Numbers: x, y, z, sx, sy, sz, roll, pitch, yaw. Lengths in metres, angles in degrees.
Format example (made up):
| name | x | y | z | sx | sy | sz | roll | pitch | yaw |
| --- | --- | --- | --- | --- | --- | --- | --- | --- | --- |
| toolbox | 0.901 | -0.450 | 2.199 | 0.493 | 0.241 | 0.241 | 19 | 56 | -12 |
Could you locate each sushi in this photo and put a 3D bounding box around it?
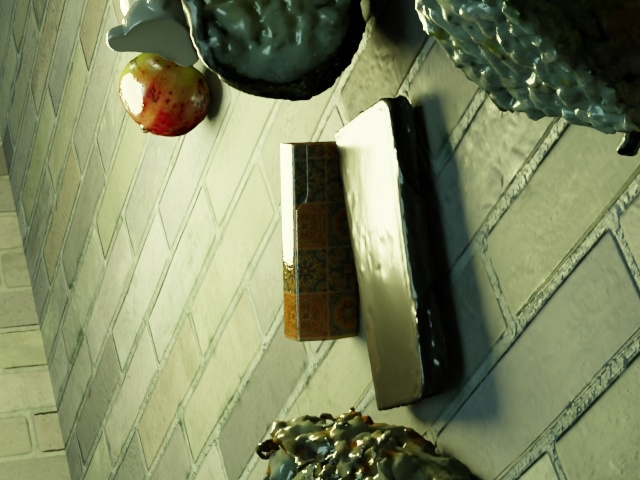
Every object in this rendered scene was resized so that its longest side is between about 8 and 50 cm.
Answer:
| name | x | y | z | sx | sy | sz | roll | pitch | yaw |
| --- | --- | --- | --- | --- | --- | --- | --- | --- | --- |
| sushi | -0.045 | -0.317 | 1.470 | 0.171 | 0.211 | 0.350 | -74 | -19 | -84 |
| sushi | 0.043 | 0.365 | 1.438 | 0.417 | 0.176 | 0.417 | -177 | 90 | -70 |
| sushi | 0.180 | -0.171 | 0.961 | 0.274 | 0.184 | 0.139 | 44 | 170 | -19 |

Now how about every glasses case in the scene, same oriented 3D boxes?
| name | x | y | z | sx | sy | sz | roll | pitch | yaw |
| --- | --- | --- | --- | --- | --- | --- | --- | --- | --- |
| glasses case | 0.000 | 0.000 | 1.589 | 0.049 | 0.075 | 0.218 | 12 | 105 | 63 |

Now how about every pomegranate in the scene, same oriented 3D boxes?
| name | x | y | z | sx | sy | sz | roll | pitch | yaw |
| --- | --- | --- | --- | --- | --- | --- | --- | --- | --- |
| pomegranate | -0.199 | -0.214 | 1.981 | 0.159 | 0.129 | 0.129 | -36 | 48 | 11 |

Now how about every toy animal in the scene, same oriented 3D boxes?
| name | x | y | z | sx | sy | sz | roll | pitch | yaw |
| --- | --- | --- | --- | --- | --- | --- | --- | --- | --- |
| toy animal | -0.163 | -0.279 | 1.545 | 0.127 | 0.131 | 0.181 | 113 | 156 | -45 |

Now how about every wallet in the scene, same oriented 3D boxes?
| name | x | y | z | sx | sy | sz | roll | pitch | yaw |
| --- | --- | --- | --- | --- | --- | --- | --- | --- | --- |
| wallet | 0.073 | 0.014 | 1.464 | 0.165 | 0.042 | 0.309 | 149 | 116 | -66 |
